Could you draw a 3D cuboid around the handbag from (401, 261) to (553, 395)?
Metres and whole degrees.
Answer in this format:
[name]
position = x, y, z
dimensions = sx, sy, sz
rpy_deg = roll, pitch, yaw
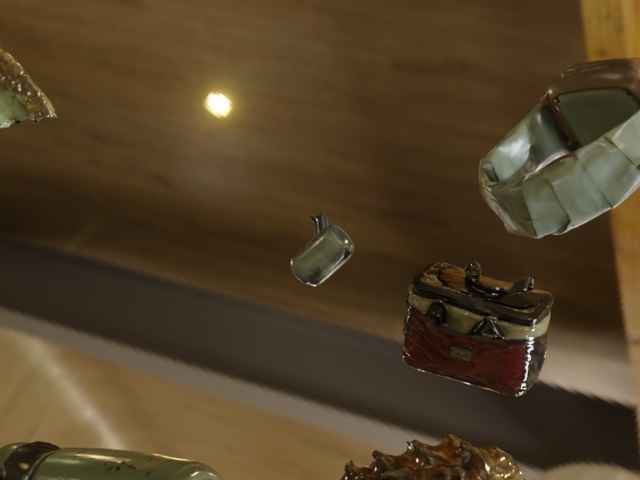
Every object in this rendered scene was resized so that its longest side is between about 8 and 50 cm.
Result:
[handbag]
position = 0.266, 0.145, 2.421
dimensions = 0.254, 0.181, 0.181
rpy_deg = 15, -67, 21

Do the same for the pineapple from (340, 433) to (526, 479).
[pineapple]
position = 0.008, 0.276, 1.169
dimensions = 0.361, 0.175, 0.175
rpy_deg = -25, -56, 27

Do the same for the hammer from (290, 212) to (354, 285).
[hammer]
position = 0.000, 0.000, 2.494
dimensions = 0.069, 0.116, 0.194
rpy_deg = 41, 17, -20

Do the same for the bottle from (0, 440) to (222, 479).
[bottle]
position = -0.297, 0.348, 1.846
dimensions = 0.347, 0.168, 0.168
rpy_deg = 5, -35, 30

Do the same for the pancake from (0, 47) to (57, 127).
[pancake]
position = -0.501, -0.188, 1.732
dimensions = 0.377, 0.197, 0.054
rpy_deg = 16, 18, -29

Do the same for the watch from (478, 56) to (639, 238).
[watch]
position = 0.338, -0.113, 1.885
dimensions = 0.253, 0.241, 0.161
rpy_deg = -2, -51, 55
